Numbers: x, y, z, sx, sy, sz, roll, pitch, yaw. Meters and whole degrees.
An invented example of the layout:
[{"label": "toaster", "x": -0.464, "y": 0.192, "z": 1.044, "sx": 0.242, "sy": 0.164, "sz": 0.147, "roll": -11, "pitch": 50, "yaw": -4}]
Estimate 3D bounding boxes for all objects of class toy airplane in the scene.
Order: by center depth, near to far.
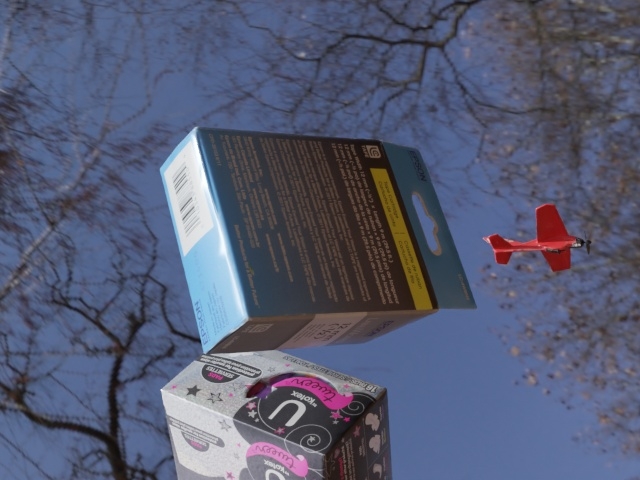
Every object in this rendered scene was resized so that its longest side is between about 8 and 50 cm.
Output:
[{"label": "toy airplane", "x": 0.294, "y": 0.004, "z": 1.517, "sx": 0.151, "sy": 0.151, "sz": 0.028, "roll": 38, "pitch": -130, "yaw": -30}]

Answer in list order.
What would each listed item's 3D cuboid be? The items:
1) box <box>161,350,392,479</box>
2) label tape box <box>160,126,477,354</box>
[{"label": "box", "x": -0.054, "y": 0.241, "z": 1.361, "sx": 0.142, "sy": 0.247, "sz": 0.163, "roll": -42, "pitch": -43, "yaw": -44}, {"label": "label tape box", "x": 0.000, "y": 0.000, "z": 1.363, "sx": 0.348, "sy": 0.115, "sz": 0.249, "roll": 1, "pitch": -118, "yaw": -38}]
